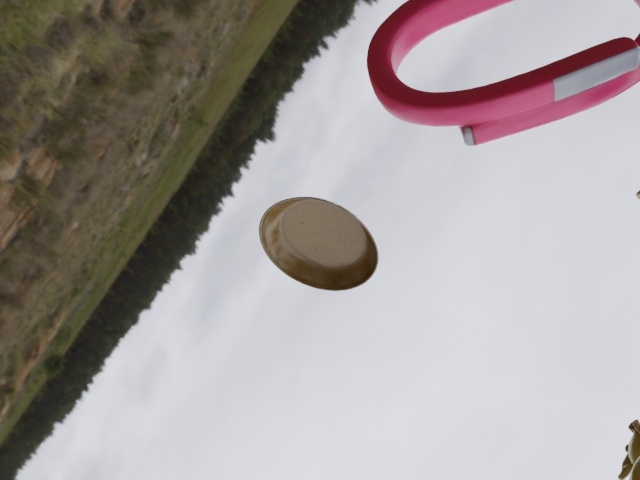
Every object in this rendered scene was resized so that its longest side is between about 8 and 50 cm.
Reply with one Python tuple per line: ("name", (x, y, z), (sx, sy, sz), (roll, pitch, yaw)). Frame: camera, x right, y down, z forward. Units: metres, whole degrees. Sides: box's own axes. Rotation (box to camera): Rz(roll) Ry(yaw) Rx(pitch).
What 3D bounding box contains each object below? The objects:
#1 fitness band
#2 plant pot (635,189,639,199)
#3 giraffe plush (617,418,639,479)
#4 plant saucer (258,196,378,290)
("fitness band", (0.190, -0.199, 0.593), (0.291, 0.054, 0.209), (-17, -130, 10))
("plant pot", (0.353, -0.049, 0.528), (0.083, 0.081, 0.081), (-50, -176, -5))
("giraffe plush", (0.510, 0.318, 0.872), (0.181, 0.210, 0.170), (-19, 159, 1))
("plant saucer", (0.000, 0.000, 0.405), (0.083, 0.083, 0.015), (-32, -157, 41))
